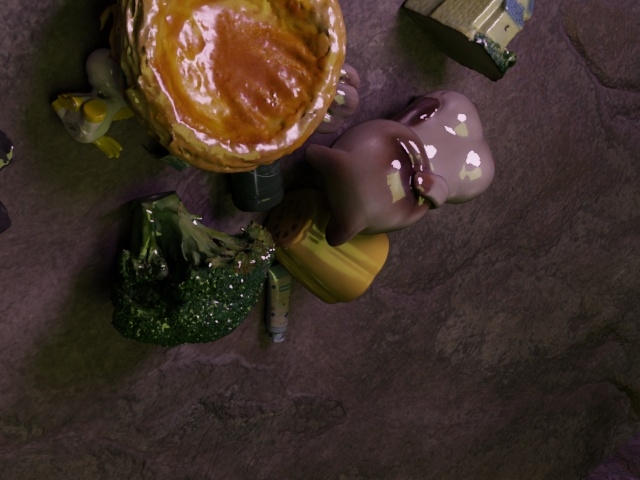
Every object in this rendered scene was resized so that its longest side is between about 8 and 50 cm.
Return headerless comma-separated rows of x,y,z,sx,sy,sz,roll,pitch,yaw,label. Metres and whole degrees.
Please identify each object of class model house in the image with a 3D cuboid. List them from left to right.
0.306,-0.424,2.019,0.195,0.214,0.189,33,92,-45,model house

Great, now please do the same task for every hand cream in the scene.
-0.083,0.120,2.163,0.065,0.043,0.170,-20,124,-39,hand cream

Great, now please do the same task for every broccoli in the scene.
-0.221,0.049,1.860,0.308,0.308,0.275,-26,106,-26,broccoli

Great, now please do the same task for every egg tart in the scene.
-0.147,-0.297,1.691,0.388,0.169,0.387,-2,96,-24,egg tart

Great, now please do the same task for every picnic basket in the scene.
-0.248,-0.152,1.828,0.065,0.083,0.083,-41,99,-4,picnic basket

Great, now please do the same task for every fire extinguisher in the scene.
-0.120,-0.203,1.883,0.114,0.095,0.311,-54,148,-43,fire extinguisher

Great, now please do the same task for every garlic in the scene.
-0.015,-0.270,1.918,0.194,0.127,0.131,28,101,-30,garlic

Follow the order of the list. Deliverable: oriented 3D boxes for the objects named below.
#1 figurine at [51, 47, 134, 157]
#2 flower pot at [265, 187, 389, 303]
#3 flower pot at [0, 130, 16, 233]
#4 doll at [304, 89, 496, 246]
-0.325,-0.225,1.698,0.129,0.109,0.178,50,60,-42,figurine
0.000,0.000,2.064,0.179,0.195,0.195,32,94,-35,flower pot
-0.558,-0.095,1.430,0.283,0.299,0.299,-16,127,-24,flower pot
0.162,-0.140,1.996,0.370,0.226,0.215,-32,117,-44,doll
